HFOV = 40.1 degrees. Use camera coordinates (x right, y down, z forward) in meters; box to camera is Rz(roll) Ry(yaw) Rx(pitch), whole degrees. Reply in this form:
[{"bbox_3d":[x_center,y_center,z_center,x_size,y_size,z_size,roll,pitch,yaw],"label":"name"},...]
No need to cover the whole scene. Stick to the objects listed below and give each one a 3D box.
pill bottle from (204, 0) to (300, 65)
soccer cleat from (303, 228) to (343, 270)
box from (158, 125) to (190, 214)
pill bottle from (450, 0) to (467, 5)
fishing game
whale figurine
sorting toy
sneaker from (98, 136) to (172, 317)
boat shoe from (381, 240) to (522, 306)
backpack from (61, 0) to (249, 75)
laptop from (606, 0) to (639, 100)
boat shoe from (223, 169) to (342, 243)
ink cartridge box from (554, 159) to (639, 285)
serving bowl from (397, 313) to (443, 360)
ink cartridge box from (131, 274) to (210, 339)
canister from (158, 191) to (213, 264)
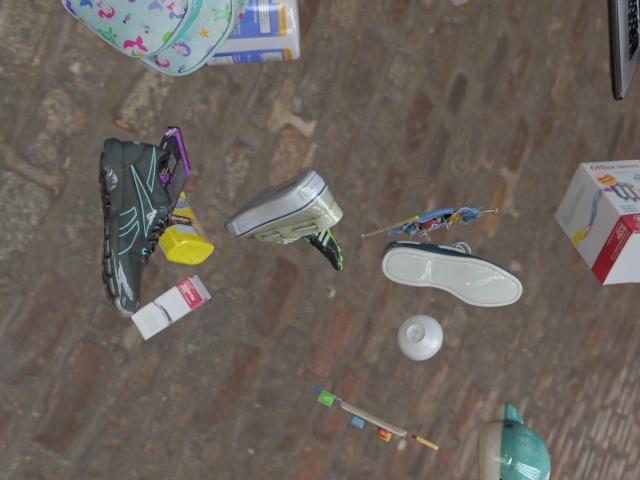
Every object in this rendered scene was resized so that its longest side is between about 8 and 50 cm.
[{"bbox_3d":[-0.175,-0.392,1.571,0.152,0.271,0.152,-3,90,-90],"label":"pill bottle"},{"bbox_3d":[0.000,0.000,2.184,0.072,0.179,0.060,-20,164,-14],"label":"soccer cleat"},{"bbox_3d":[-0.293,-0.122,1.676,0.116,0.029,0.162,83,15,-49],"label":"box"},{"bbox_3d":[0.207,-0.523,1.490,0.131,0.131,0.229,-31,87,-41],"label":"pill bottle"},{"bbox_3d":[0.217,-0.028,1.641,0.264,0.189,0.041,-5,80,-50],"label":"fishing game"},{"bbox_3d":[0.401,0.434,1.794,0.272,0.141,0.216,-28,117,-69],"label":"whale figurine"},{"bbox_3d":[0.133,0.470,2.247,0.047,0.347,0.196,-64,169,-10],"label":"sorting toy"},{"bbox_3d":[-0.264,-0.023,1.269,0.106,0.101,0.268,1,77,-20],"label":"sneaker"},{"bbox_3d":[0.235,0.054,1.582,0.079,0.254,0.095,-73,171,-64],"label":"boat shoe"},{"bbox_3d":[-0.241,-0.377,1.312,0.253,0.225,0.191,38,31,-17],"label":"backpack"},{"bbox_3d":[0.531,-0.432,1.195,0.408,0.236,0.382,-44,128,-57],"label":"laptop"},{"bbox_3d":[-0.072,-0.036,1.488,0.109,0.302,0.094,-44,104,-26],"label":"boat shoe"},{"bbox_3d":[0.502,-0.033,1.469,0.128,0.176,0.127,-5,134,-20],"label":"ink cartridge box"},{"bbox_3d":[0.172,0.167,1.545,0.083,0.083,0.027,-66,150,-11],"label":"serving bowl"},{"bbox_3d":[-0.317,0.140,1.861,0.150,0.109,0.063,-33,91,1],"label":"ink cartridge box"},{"bbox_3d":[-0.307,-0.036,1.830,0.073,0.170,0.126,-43,154,18],"label":"canister"}]
